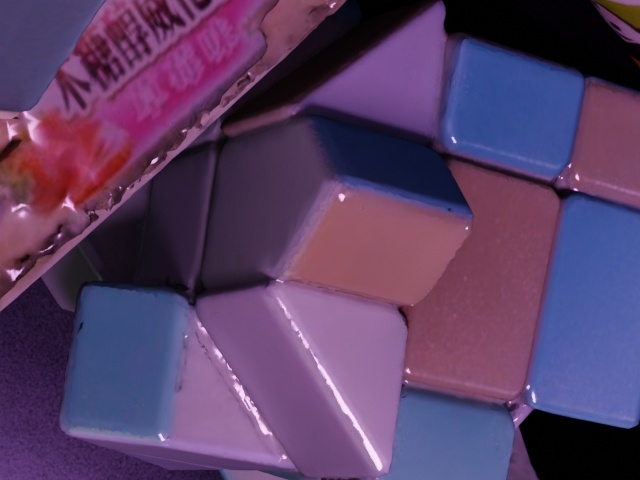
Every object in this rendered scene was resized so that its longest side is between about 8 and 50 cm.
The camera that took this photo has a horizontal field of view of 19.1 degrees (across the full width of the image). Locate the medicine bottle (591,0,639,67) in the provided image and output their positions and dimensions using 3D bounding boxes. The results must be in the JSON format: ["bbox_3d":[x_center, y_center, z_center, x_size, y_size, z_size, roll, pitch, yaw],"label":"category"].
[{"bbox_3d":[0.128,-0.063,0.590,0.092,0.061,0.220,49,-174,37],"label":"medicine bottle"}]

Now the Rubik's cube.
[{"bbox_3d":[0.000,0.000,0.776,0.213,0.224,0.265,13,175,-28],"label":"Rubik's cube"}]

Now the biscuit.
[{"bbox_3d":[-0.099,-0.036,0.560,0.079,0.309,0.186,56,159,-18],"label":"biscuit"}]

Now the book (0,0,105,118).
[{"bbox_3d":[-0.095,-0.134,0.188,0.264,0.031,0.379,11,150,-22],"label":"book"}]
